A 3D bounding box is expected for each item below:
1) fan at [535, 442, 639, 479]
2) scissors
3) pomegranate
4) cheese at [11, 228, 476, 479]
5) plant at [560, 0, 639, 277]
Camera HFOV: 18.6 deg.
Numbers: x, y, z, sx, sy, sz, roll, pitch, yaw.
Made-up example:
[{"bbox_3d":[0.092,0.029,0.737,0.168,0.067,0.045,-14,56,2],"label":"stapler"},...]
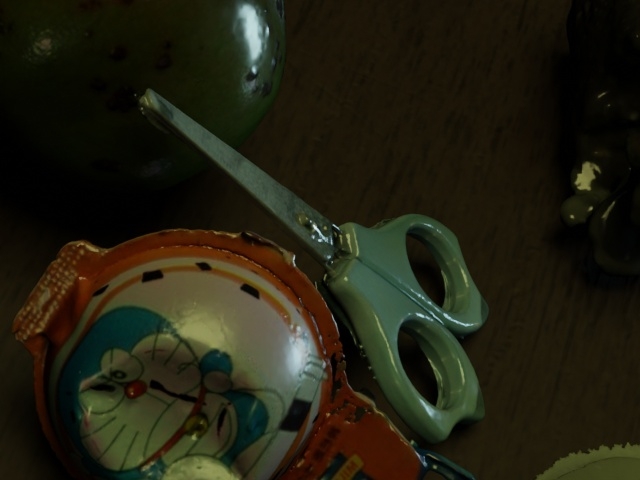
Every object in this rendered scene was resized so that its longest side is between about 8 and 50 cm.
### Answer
[{"bbox_3d":[0.159,0.213,1.375,0.414,0.012,0.233,24,51,-1],"label":"fan"},{"bbox_3d":[-0.001,0.001,1.350,0.360,0.029,0.191,37,42,-31],"label":"scissors"},{"bbox_3d":[-0.171,-0.140,1.387,0.290,0.291,0.323,34,90,7],"label":"pomegranate"},{"bbox_3d":[-0.048,0.117,1.288,0.329,0.217,0.129,36,12,-9],"label":"cheese"},{"bbox_3d":[0.294,-0.111,1.543,0.199,0.188,0.276,7,53,-13],"label":"plant"}]
